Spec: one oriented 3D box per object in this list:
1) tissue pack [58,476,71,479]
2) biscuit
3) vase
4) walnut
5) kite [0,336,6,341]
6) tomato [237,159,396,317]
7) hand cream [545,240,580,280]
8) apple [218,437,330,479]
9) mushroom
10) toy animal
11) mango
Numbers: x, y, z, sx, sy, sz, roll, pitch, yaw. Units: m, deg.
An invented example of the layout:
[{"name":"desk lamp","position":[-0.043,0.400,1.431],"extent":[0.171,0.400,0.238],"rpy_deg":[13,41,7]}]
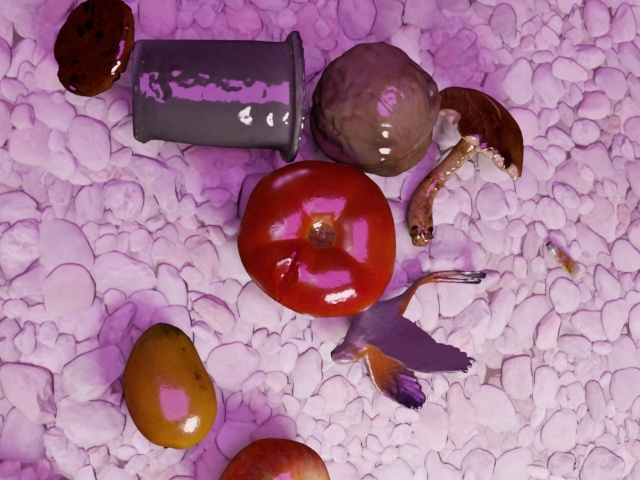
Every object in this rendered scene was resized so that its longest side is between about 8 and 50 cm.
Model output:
[{"name":"tissue pack","position":[-0.383,0.494,1.419],"extent":[0.196,0.148,0.092],"rpy_deg":[45,74,-9]},{"name":"biscuit","position":[-0.389,-0.337,1.465],"extent":[0.049,0.192,0.192],"rpy_deg":[15,80,-55]},{"name":"vase","position":[-0.184,-0.257,1.493],"extent":[0.291,0.245,0.245],"rpy_deg":[0,86,-13]},{"name":"walnut","position":[0.104,-0.237,1.570],"extent":[0.248,0.248,0.248],"rpy_deg":[1,86,-18]},{"name":"kite","position":[-0.691,0.113,1.414],"extent":[0.323,0.013,0.268],"rpy_deg":[37,77,-13]},{"name":"tomato","position":[0.000,0.000,1.527],"extent":[0.298,0.226,0.299],"rpy_deg":[0,77,-2]},{"name":"hand cream","position":[0.517,0.041,1.809],"extent":[0.102,0.022,0.035],"rpy_deg":[45,70,-15]},{"name":"apple","position":[-0.085,0.454,1.513],"extent":[0.209,0.164,0.210],"rpy_deg":[-3,98,-23]},{"name":"mushroom","position":[0.255,-0.174,1.671],"extent":[0.301,0.208,0.233],"rpy_deg":[-29,55,-7]},{"name":"toy animal","position":[0.153,0.135,1.633],"extent":[0.302,0.225,0.284],"rpy_deg":[21,61,-4]},{"name":"mango","position":[-0.270,0.259,1.488],"extent":[0.151,0.120,0.221],"rpy_deg":[-25,87,-21]}]
